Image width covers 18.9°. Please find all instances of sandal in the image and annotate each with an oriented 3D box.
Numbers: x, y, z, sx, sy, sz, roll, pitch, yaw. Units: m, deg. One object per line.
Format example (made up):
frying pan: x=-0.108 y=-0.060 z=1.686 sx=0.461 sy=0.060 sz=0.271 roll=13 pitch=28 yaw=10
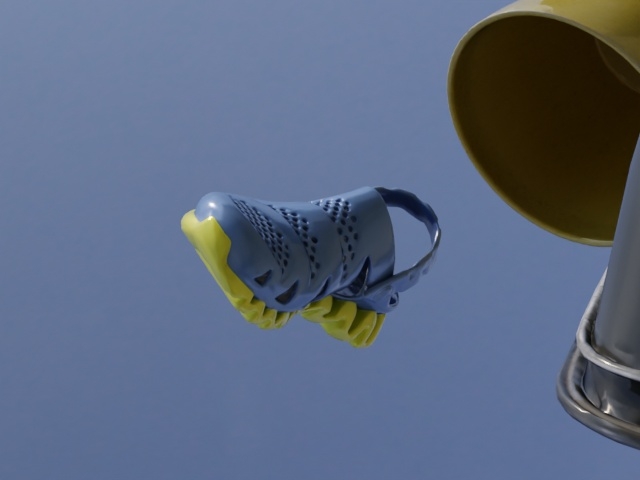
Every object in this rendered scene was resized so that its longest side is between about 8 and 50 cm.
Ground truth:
sandal: x=0.000 y=0.000 z=1.602 sx=0.126 sy=0.138 sz=0.317 roll=56 pitch=-162 yaw=19

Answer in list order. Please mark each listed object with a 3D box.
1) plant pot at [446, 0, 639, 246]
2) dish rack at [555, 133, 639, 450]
plant pot: x=0.145 y=-0.078 z=0.961 sx=0.095 sy=0.134 sz=0.134 roll=-43 pitch=-76 yaw=-35
dish rack: x=0.196 y=-0.004 z=0.380 sx=0.208 sy=0.271 sz=0.074 roll=-41 pitch=-43 yaw=-68
